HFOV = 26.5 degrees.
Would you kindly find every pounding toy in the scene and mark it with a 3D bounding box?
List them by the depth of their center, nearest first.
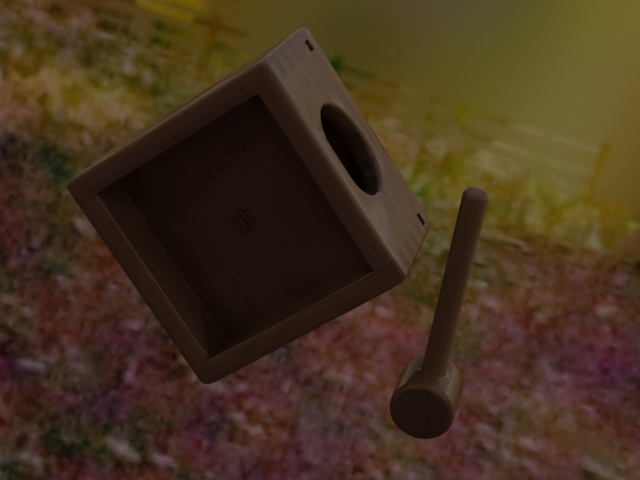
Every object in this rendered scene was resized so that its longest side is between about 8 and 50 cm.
[{"bbox_3d":[0.011,0.001,0.702,0.206,0.181,0.094,57,23,-10],"label":"pounding toy"}]
